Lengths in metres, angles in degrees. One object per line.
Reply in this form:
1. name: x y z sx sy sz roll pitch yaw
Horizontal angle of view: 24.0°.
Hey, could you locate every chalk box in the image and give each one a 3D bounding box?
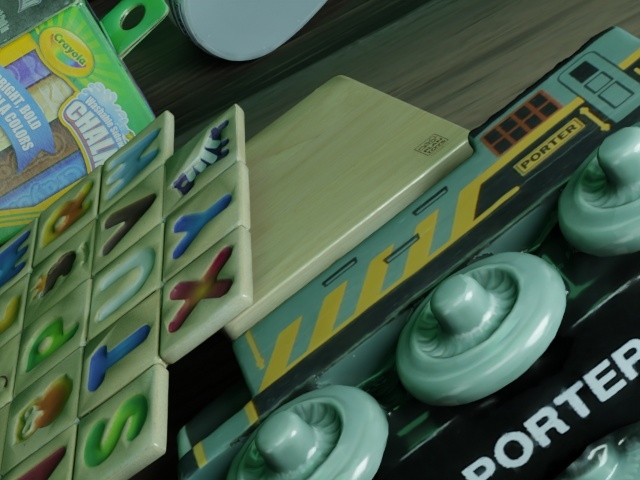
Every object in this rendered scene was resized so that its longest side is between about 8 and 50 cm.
1. chalk box: -0.200 -0.112 1.073 0.213 0.132 0.132 -30 34 -3

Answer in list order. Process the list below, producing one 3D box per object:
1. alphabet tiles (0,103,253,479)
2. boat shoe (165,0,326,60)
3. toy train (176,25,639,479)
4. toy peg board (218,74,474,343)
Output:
1. alphabet tiles: -0.166 0.071 0.831 0.342 0.011 0.285 -37 32 22
2. boat shoe: 0.020 -0.285 1.152 0.367 0.136 0.156 -43 33 -3
3. toy train: 0.077 0.044 0.664 0.334 0.142 0.190 -39 25 4
4. toy peg board: 0.000 0.000 0.823 0.161 0.079 0.160 -38 29 -10
